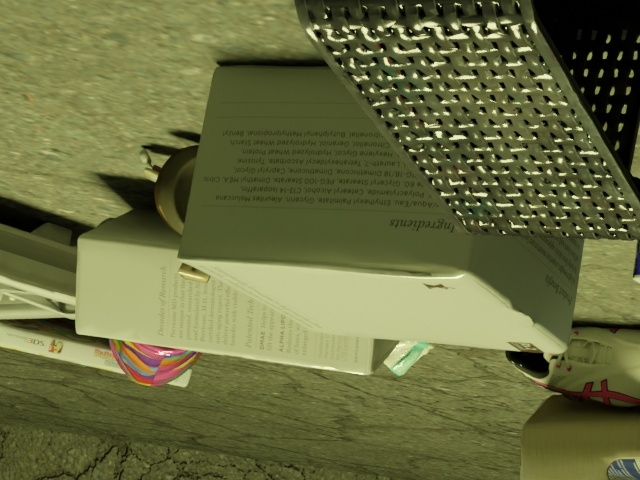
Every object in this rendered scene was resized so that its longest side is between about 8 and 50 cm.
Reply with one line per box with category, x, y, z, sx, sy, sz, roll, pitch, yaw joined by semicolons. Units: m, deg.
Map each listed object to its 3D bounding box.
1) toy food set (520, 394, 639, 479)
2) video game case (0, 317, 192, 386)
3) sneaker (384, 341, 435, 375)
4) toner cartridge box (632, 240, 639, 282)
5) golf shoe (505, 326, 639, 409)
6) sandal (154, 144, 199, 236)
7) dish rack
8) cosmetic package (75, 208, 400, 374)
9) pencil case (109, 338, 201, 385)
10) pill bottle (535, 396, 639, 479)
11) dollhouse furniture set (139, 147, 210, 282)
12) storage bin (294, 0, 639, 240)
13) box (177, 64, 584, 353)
toy food set;0.308;0.192;1.558;0.219;0.092;0.306;-4;-179;14
video game case;-0.263;0.093;1.781;0.206;0.026;0.227;15;-176;-26
sneaker;0.080;0.060;1.367;0.080;0.094;0.212;22;162;-39
toner cartridge box;0.362;0.004;0.948;0.165;0.075;0.348;22;163;-40
golf shoe;0.238;0.109;1.519;0.086;0.067;0.186;17;165;-28
sandal;-0.001;-0.011;1.150;0.219;0.090;0.060;21;168;-15
dish rack;-0.368;0.005;1.519;0.285;0.072;0.333;19;164;-39
cosmetic package;-0.057;0.036;1.306;0.231;0.085;0.117;6;-168;15
pencil case;-0.144;0.072;1.593;0.104;0.104;0.236;11;169;-7
pill bottle;0.308;0.199;1.798;0.169;0.094;0.094;-3;162;44
dollhouse furniture set;-0.099;-0.018;1.222;0.081;0.091;0.114;25;170;0
storage bin;0.073;-0.087;0.612;0.084;0.122;0.180;3;155;29
box;0.043;-0.016;1.006;0.182;0.119;0.181;3;165;27
